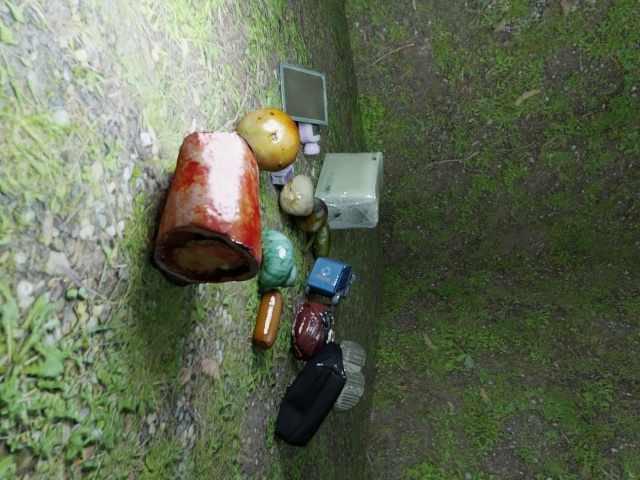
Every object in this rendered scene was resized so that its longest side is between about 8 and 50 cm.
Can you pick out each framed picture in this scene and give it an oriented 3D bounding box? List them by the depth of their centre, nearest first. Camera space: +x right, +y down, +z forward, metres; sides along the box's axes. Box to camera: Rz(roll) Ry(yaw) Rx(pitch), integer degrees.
[{"bbox_3d":[-0.063,-0.570,1.830,0.275,0.017,0.216,-6,95,-50],"label":"framed picture"}]

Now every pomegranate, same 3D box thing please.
[{"bbox_3d":[-0.152,-0.287,1.340,0.191,0.192,0.191,-3,90,-75],"label":"pomegranate"}]

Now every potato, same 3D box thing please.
[{"bbox_3d":[0.000,0.000,2.023,0.117,0.090,0.225,-81,169,-57],"label":"potato"}]

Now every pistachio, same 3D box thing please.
[{"bbox_3d":[-0.082,-0.159,1.688,0.200,0.117,0.145,-75,143,-62],"label":"pistachio"}]

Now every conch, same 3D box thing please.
[{"bbox_3d":[-0.137,0.064,1.455,0.176,0.122,0.187,-123,-152,-70],"label":"conch"}]

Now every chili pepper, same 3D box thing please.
[{"bbox_3d":[-0.239,-0.076,0.989,0.251,0.230,0.305,50,29,-61],"label":"chili pepper"}]

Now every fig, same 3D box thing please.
[{"bbox_3d":[-0.041,-0.051,1.834,0.149,0.150,0.245,-71,166,-53],"label":"fig"}]

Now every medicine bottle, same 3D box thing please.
[{"bbox_3d":[-0.048,-0.472,1.940,0.115,0.078,0.218,-47,133,-61],"label":"medicine bottle"}]

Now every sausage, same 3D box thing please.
[{"bbox_3d":[-0.159,0.237,1.429,0.076,0.077,0.197,69,23,-50],"label":"sausage"}]

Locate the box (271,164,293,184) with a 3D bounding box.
[{"bbox_3d":[-0.133,-0.234,1.643,0.117,0.051,0.036,-67,158,-61],"label":"box"}]

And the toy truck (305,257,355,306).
[{"bbox_3d":[0.049,0.172,1.989,0.367,0.147,0.175,8,101,-77],"label":"toy truck"}]

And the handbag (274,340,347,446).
[{"bbox_3d":[-0.021,0.502,1.620,0.342,0.152,0.288,-58,179,11],"label":"handbag"}]

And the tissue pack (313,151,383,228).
[{"bbox_3d":[0.143,-0.243,2.201,0.380,0.298,0.207,-79,162,-45],"label":"tissue pack"}]

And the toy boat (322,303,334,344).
[{"bbox_3d":[0.014,0.429,1.991,0.121,0.089,0.320,71,23,-68],"label":"toy boat"}]

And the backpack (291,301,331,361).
[{"bbox_3d":[-0.040,0.351,1.750,0.229,0.139,0.229,15,90,-85],"label":"backpack"}]

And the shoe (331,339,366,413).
[{"bbox_3d":[0.102,0.640,2.100,0.198,0.172,0.350,-64,179,41],"label":"shoe"}]
